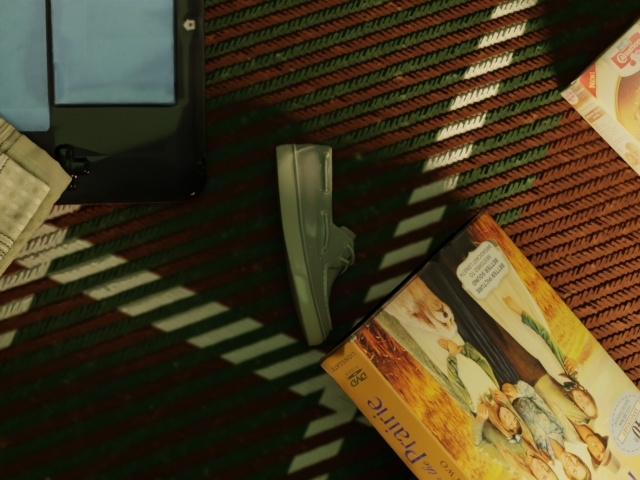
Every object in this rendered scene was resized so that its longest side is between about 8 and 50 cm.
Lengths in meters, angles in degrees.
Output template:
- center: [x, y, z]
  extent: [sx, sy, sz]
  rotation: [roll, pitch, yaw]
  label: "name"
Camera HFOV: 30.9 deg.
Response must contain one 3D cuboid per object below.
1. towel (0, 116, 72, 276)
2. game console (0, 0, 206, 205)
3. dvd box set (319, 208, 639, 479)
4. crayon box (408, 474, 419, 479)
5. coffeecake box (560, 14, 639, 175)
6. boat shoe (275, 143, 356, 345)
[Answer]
- center: [-0.434, -0.049, 1.093]
  extent: [0.312, 0.056, 0.324]
  rotation: [38, 55, -14]
  label: "towel"
- center: [-0.293, -0.229, 1.223]
  extent: [0.342, 0.060, 0.387]
  rotation: [-1, 100, -7]
  label: "game console"
- center: [0.224, 0.198, 1.202]
  extent: [0.420, 0.062, 0.307]
  rotation: [50, 43, 2]
  label: "dvd box set"
- center: [0.148, 0.399, 1.117]
  extent: [0.313, 0.106, 0.363]
  rotation: [57, 37, 2]
  label: "crayon box"
- center: [0.401, -0.161, 1.357]
  extent: [0.142, 0.068, 0.185]
  rotation: [-44, 89, -10]
  label: "coffeecake box"
- center: [0.000, 0.000, 1.273]
  extent: [0.081, 0.079, 0.228]
  rotation: [-7, 79, -4]
  label: "boat shoe"
